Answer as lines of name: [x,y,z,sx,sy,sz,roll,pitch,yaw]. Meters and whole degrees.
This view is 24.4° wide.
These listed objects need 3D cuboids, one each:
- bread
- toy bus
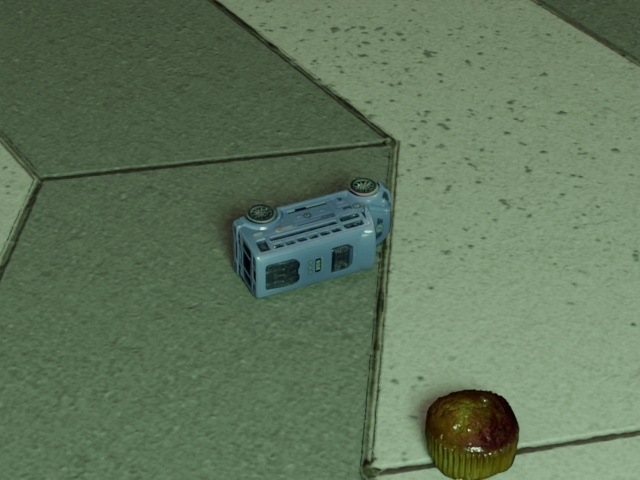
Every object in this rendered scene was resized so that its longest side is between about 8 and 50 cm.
bread: [0.130,0.160,1.257,0.085,0.053,0.085,2,36,-1]
toy bus: [0.000,0.000,1.455,0.167,0.073,0.076,-15,42,-18]
